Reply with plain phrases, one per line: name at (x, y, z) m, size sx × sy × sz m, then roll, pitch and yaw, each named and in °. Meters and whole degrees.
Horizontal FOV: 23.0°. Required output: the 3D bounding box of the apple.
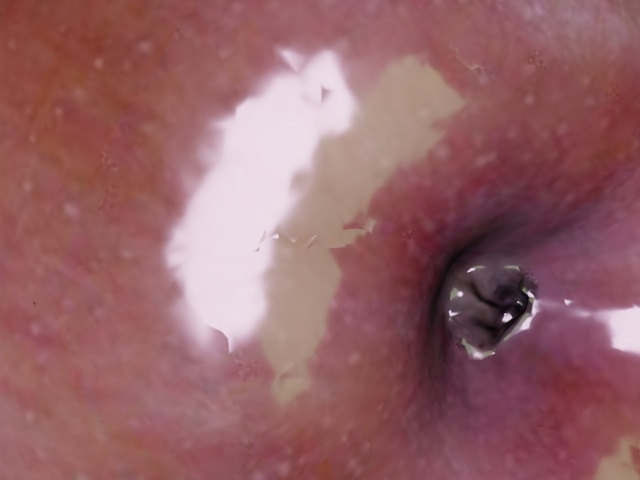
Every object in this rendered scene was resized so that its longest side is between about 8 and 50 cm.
apple at (0.000, 0.000, 0.476) m, size 0.305 × 0.235 × 0.306 m, roll -5°, pitch 104°, yaw -22°
